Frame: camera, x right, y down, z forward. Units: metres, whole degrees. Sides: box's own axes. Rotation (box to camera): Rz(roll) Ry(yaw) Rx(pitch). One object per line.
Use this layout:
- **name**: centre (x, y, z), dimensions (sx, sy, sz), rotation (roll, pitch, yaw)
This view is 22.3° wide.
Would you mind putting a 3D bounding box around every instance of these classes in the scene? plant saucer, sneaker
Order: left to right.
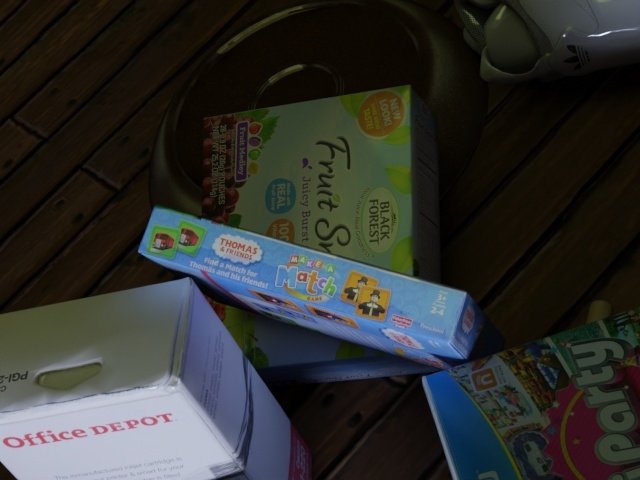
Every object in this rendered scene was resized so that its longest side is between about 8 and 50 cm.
- **plant saucer**: centre (-0.014, -0.105, 1.366), dimensions (0.311, 0.050, 0.310), rotation (-14, 48, 16)
- **sneaker**: centre (0.197, -0.272, 1.325), dimensions (0.210, 0.137, 0.366), rotation (-15, 51, 8)

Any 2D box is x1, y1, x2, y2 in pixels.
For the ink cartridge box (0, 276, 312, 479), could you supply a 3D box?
- **ink cartridge box**: centre (-0.117, 0.133, 1.100), dimensions (0.159, 0.218, 0.092), rotation (-11, 49, 18)

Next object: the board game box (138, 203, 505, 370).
- **board game box**: centre (0.006, 0.038, 1.065), dimensions (0.211, 0.160, 0.039), rotation (17, 81, 18)

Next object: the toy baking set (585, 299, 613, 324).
- **toy baking set**: centre (0.241, 0.127, 1.054), dimensions (0.197, 0.030, 0.256), rotation (5, 56, 30)

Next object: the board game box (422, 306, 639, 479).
- **board game box**: centre (0.237, 0.142, 0.957), dimensions (0.303, 0.097, 0.224), rotation (-19, 44, 2)

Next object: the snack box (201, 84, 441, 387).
- **snack box**: centre (0.000, 0.000, 1.215), dimensions (0.174, 0.070, 0.207), rotation (-7, 72, 22)
